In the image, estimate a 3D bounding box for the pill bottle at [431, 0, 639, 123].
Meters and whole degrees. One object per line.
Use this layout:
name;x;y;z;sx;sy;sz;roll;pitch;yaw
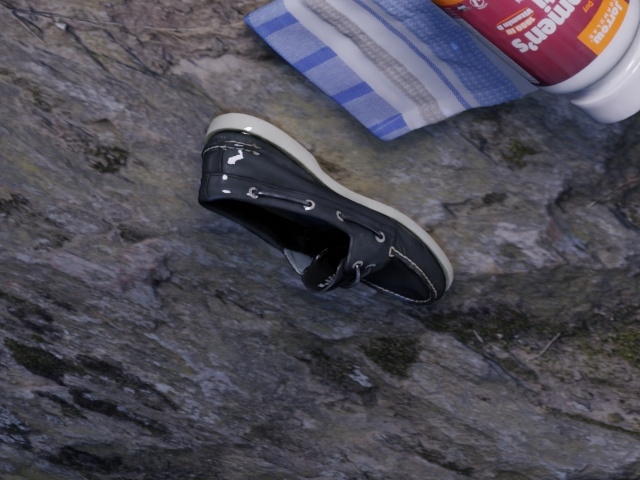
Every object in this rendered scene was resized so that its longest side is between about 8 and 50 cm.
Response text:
pill bottle;0.189;-0.198;1.613;0.221;0.121;0.121;35;147;-28

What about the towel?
towel;0.089;-0.183;1.789;0.285;0.034;0.209;-15;136;45

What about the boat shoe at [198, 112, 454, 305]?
boat shoe;0.002;-0.001;2.068;0.127;0.113;0.340;-14;137;44
